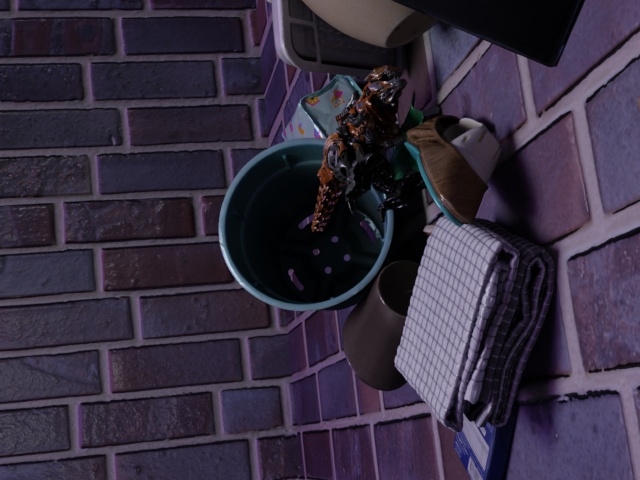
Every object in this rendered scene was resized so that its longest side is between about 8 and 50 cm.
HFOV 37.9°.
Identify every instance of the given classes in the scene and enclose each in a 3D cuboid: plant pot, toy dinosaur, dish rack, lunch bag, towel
[{"bbox_3d":[0.114,-0.439,1.569,0.191,0.284,0.284,57,162,10],"label":"plant pot"},{"bbox_3d":[0.079,-0.152,1.700,0.218,0.164,0.322,-124,35,-44],"label":"toy dinosaur"},{"bbox_3d":[0.025,-0.447,1.767,0.072,0.332,0.286,-6,88,46],"label":"dish rack"},{"bbox_3d":[0.000,0.000,1.939,0.334,0.341,0.341,49,-146,-74],"label":"plant pot"},{"bbox_3d":[0.060,-0.203,2.039,0.262,0.160,0.223,51,163,3],"label":"lunch bag"},{"bbox_3d":[0.228,0.117,1.380,0.235,0.121,0.284,-136,57,-70],"label":"towel"}]

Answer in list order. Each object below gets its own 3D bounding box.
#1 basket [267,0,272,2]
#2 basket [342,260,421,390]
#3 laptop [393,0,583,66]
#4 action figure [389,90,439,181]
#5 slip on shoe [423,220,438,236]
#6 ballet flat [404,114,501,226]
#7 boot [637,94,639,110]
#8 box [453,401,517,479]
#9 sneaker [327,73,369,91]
[{"bbox_3d":[-0.060,-0.736,1.964,0.328,0.266,0.331,-107,-4,-51],"label":"basket"},{"bbox_3d":[0.143,0.150,1.805,0.227,0.154,0.204,110,157,-53],"label":"basket"},{"bbox_3d":[0.196,-0.501,1.197,0.382,0.236,0.408,102,163,-50],"label":"laptop"},{"bbox_3d":[0.173,-0.160,1.759,0.232,0.063,0.137,117,146,-60],"label":"action figure"},{"bbox_3d":[0.219,-0.019,1.649,0.041,0.051,0.135,-54,3,-3],"label":"slip on shoe"},{"bbox_3d":[0.212,-0.130,1.442,0.116,0.124,0.342,49,-169,-15],"label":"ballet flat"},{"bbox_3d":[0.365,-0.141,0.902,0.158,0.059,0.085,92,166,-64],"label":"boot"},{"bbox_3d":[0.267,0.288,1.510,0.136,0.036,0.225,-115,24,-58],"label":"box"},{"bbox_3d":[0.072,-0.418,2.084,0.269,0.101,0.153,90,168,-45],"label":"sneaker"}]
